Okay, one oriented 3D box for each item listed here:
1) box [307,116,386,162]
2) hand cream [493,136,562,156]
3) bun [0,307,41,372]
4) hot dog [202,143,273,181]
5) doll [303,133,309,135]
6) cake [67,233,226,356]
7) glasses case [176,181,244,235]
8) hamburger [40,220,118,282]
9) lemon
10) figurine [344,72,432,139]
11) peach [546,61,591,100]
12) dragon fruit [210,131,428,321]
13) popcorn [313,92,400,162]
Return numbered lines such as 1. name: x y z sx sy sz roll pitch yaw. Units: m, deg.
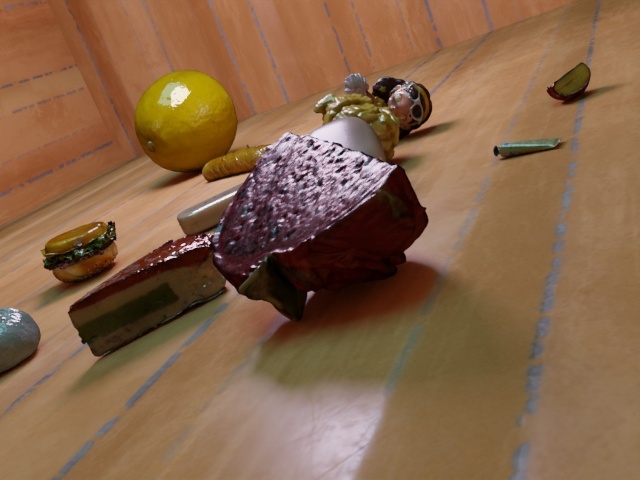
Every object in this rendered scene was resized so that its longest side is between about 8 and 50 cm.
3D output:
1. box: 0.037 -0.131 1.219 0.145 0.088 0.200 -20 38 8
2. hand cream: 0.313 -0.142 1.094 0.102 0.022 0.035 -4 23 34
3. bun: -0.497 0.152 1.083 0.140 0.083 0.141 -22 17 7
4. hot dog: -0.219 -0.215 1.980 0.285 0.061 0.088 -12 30 35
5. doll: -0.051 -0.170 1.562 0.129 0.081 0.207 -16 17 47
6. cake: -0.217 0.066 0.985 0.116 0.086 0.220 -13 17 37
7. glasses case: -0.198 -0.070 1.479 0.196 0.050 0.083 -28 19 -20
8. hamburger: -0.487 0.025 1.473 0.164 0.093 0.189 -23 17 -11
9. lemon: -0.436 -0.381 2.333 0.347 0.348 0.348 -20 16 6
10. figurine: 0.123 -0.275 1.565 0.239 0.175 0.116 -11 2 15
11. peach: 0.453 -0.282 1.306 0.077 0.050 0.083 -39 -8 39
12. dragon fruit: -0.007 0.005 0.845 0.205 0.152 0.317 -45 28 -5
13. popcorn: 0.072 -0.213 1.394 0.140 0.164 0.194 -16 8 -15
